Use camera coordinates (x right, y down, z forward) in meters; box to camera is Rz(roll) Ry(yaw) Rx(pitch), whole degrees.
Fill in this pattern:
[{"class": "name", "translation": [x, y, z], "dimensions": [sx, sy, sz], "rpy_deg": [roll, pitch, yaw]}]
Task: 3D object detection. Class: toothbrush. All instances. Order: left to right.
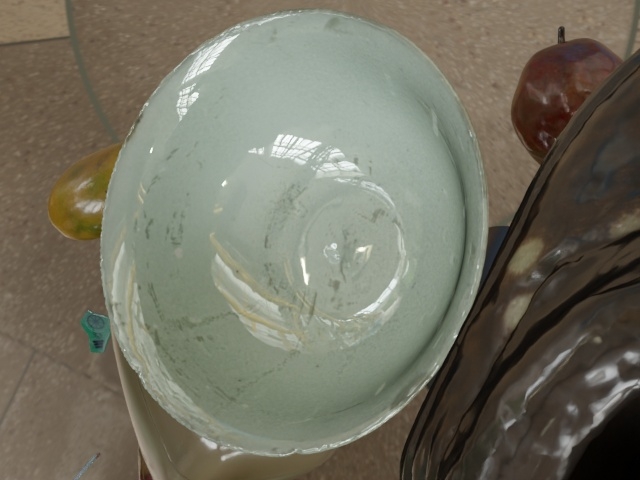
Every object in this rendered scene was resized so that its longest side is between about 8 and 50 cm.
[{"class": "toothbrush", "translation": [-0.484, 0.472, 1.857], "dimensions": [0.019, 0.013, 0.193], "rpy_deg": [47, 71, -8]}]

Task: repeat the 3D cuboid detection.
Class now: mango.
[{"class": "mango", "translation": [-0.281, -0.063, 1.261], "dimensions": [0.163, 0.111, 0.089], "rpy_deg": [-26, 138, 38]}]

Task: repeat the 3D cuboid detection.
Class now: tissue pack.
[{"class": "tissue pack", "translation": [-0.120, 0.121, 1.276], "dimensions": [0.267, 0.277, 0.387], "rpy_deg": [-5, 64, -26]}]

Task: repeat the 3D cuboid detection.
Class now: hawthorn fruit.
[{"class": "hawthorn fruit", "translation": [0.398, -0.228, 1.546], "dimensions": [0.208, 0.248, 0.208], "rpy_deg": [-1, 149, 0]}]

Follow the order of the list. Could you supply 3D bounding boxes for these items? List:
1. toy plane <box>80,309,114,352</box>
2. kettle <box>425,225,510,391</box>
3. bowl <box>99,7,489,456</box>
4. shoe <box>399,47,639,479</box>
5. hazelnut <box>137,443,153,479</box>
[{"class": "toy plane", "translation": [-0.220, 0.162, 1.647], "dimensions": [0.382, 0.106, 0.155], "rpy_deg": [9, 128, 6]}, {"class": "kettle", "translation": [0.192, 0.118, 1.198], "dimensions": [0.144, 0.232, 0.202], "rpy_deg": [27, 131, 10]}, {"class": "bowl", "translation": [0.000, 0.000, 1.025], "dimensions": [0.435, 0.196, 0.434], "rpy_deg": [-6, 78, 28]}, {"class": "shoe", "translation": [0.183, 0.038, 0.499], "dimensions": [0.171, 0.237, 0.384], "rpy_deg": [34, 89, -4]}, {"class": "hazelnut", "translation": [-0.219, 0.399, 1.666], "dimensions": [0.181, 0.212, 0.180], "rpy_deg": [4, 115, 5]}]
